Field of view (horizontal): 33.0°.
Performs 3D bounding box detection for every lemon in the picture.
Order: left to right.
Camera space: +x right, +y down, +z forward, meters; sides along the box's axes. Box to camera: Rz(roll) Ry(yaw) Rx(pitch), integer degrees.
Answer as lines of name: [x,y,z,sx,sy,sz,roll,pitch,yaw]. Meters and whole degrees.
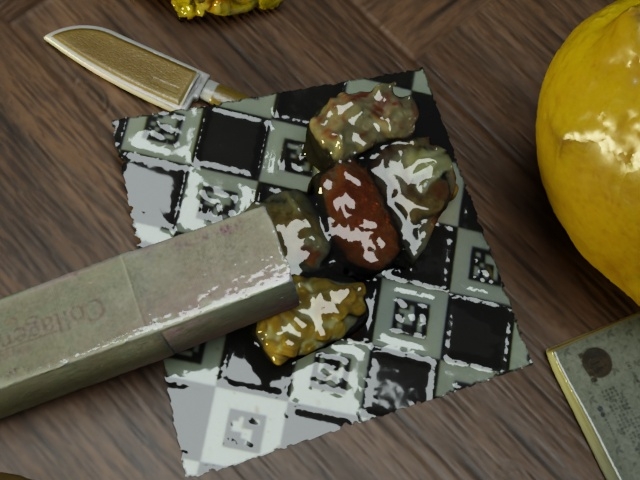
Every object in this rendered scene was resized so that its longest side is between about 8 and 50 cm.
lemon: [0.282,-0.070,0.823,0.233,0.288,0.233,-22,41,21]

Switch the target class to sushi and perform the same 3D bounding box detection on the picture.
sushi: [0.000,0.000,0.846,0.292,0.059,0.294,-14,75,-14]

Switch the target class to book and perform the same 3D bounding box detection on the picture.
book: [0.297,0.116,0.877,0.198,0.016,0.138,-20,72,-16]

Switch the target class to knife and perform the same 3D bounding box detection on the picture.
knife: [-0.113,-0.128,0.910,0.256,0.022,0.046,24,70,1]

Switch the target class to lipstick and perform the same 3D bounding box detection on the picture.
lipstick: [-0.175,0.065,0.761,0.317,0.068,0.066,-20,68,-4]

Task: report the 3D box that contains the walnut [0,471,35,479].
walnut: [-0.196,0.266,0.597,0.285,0.285,0.296,39,42,8]

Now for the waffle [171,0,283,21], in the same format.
waffle: [-0.133,-0.290,0.957,0.249,0.056,0.253,-41,80,-21]
